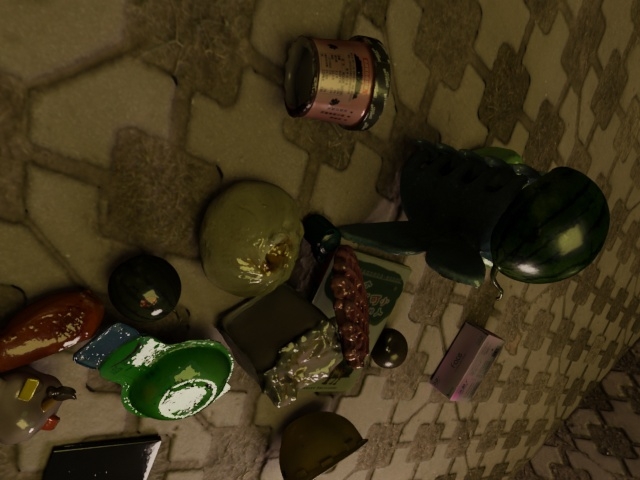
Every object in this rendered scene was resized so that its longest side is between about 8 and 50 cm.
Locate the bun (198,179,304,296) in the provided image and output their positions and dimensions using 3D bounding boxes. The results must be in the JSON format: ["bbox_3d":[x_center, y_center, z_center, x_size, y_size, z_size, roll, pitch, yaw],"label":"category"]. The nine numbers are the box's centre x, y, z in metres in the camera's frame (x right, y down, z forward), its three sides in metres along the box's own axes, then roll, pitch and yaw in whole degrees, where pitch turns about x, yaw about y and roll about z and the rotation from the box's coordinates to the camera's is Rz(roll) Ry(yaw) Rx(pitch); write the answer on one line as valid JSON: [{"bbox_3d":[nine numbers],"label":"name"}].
[{"bbox_3d":[-0.106,0.008,0.782,0.223,0.128,0.222,-16,119,-31],"label":"bun"}]

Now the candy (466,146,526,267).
[{"bbox_3d":[0.449,-0.075,1.163,0.132,0.142,0.343,-24,126,-10],"label":"candy"}]

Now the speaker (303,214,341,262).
[{"bbox_3d":[-0.005,0.002,0.894,0.060,0.075,0.094,1,121,-38],"label":"speaker"}]

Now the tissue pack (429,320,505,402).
[{"bbox_3d":[0.481,0.398,1.467,0.149,0.093,0.246,27,95,-44],"label":"tissue pack"}]

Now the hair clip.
[{"bbox_3d":[0.293,-0.065,0.933,0.393,0.318,0.238,5,107,-38],"label":"hair clip"}]

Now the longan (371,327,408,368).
[{"bbox_3d":[0.177,0.278,1.160,0.106,0.106,0.119,-38,147,-16],"label":"longan"}]

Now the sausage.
[{"bbox_3d":[-0.404,0.132,0.644,0.179,0.089,0.089,-24,126,-28],"label":"sausage"}]

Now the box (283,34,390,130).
[{"bbox_3d":[0.018,-0.258,0.729,0.135,0.151,0.151,-4,115,-28],"label":"box"}]

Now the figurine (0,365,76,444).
[{"bbox_3d":[-0.469,0.248,0.644,0.229,0.112,0.137,-15,118,-17],"label":"figurine"}]

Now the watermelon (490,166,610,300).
[{"bbox_3d":[0.393,-0.007,0.746,0.232,0.127,0.204,-40,132,-11],"label":"watermelon"}]

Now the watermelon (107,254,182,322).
[{"bbox_3d":[-0.265,0.084,0.705,0.105,0.105,0.133,-45,111,-10],"label":"watermelon"}]

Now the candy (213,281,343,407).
[{"bbox_3d":[-0.081,0.197,0.865,0.185,0.195,0.137,-33,134,-26],"label":"candy"}]

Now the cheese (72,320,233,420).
[{"bbox_3d":[-0.274,0.231,0.787,0.204,0.083,0.320,-39,136,-1],"label":"cheese"}]

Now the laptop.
[{"bbox_3d":[-0.414,0.433,0.846,0.197,0.016,0.135,15,104,-40],"label":"laptop"}]

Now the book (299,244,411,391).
[{"bbox_3d":[0.052,0.201,1.065,0.261,0.043,0.370,16,103,-40],"label":"book"}]

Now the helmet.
[{"bbox_3d":[-0.022,0.503,1.103,0.257,0.140,0.205,-25,159,-14],"label":"helmet"}]

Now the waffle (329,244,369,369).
[{"bbox_3d":[0.061,0.119,0.879,0.056,0.234,0.220,-9,106,9],"label":"waffle"}]
